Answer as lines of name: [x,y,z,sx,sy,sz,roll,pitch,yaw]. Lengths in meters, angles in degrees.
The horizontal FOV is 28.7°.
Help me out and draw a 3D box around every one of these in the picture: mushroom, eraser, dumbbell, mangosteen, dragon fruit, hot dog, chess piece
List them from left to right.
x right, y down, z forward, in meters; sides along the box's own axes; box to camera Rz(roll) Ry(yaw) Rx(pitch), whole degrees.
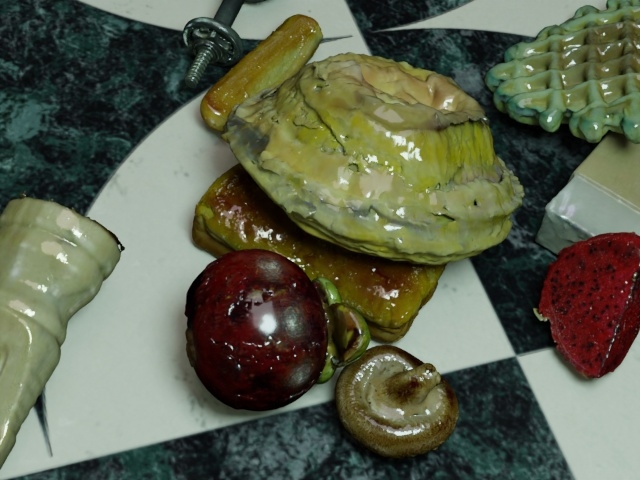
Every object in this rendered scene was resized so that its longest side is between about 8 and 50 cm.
chess piece: [-0.315,0.109,1.232,0.137,0.137,0.301,19,64,6]
dumbbell: [-0.112,-0.288,1.554,0.110,0.110,0.254,19,59,6]
hot dog: [-0.070,-0.200,1.525,0.066,0.047,0.215,38,56,2]
mangosteen: [-0.047,0.090,1.248,0.180,0.166,0.166,2,53,-19]
mushroom: [0.077,0.162,1.257,0.109,0.085,0.126,-45,68,5]
dragon fruit: [0.298,0.063,1.357,0.106,0.083,0.162,20,95,34]
eraser: [0.403,-0.084,1.487,0.144,0.078,0.343,33,56,18]

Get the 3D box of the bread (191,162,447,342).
bread: [0.000,0.001,1.368,0.271,0.077,0.139,28,52,15]

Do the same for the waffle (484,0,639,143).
waffle: [0.364,-0.214,1.525,0.309,0.056,0.292,-37,36,-24]

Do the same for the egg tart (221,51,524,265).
egg tart: [0.067,-0.112,1.363,0.352,0.150,0.352,13,29,-7]
